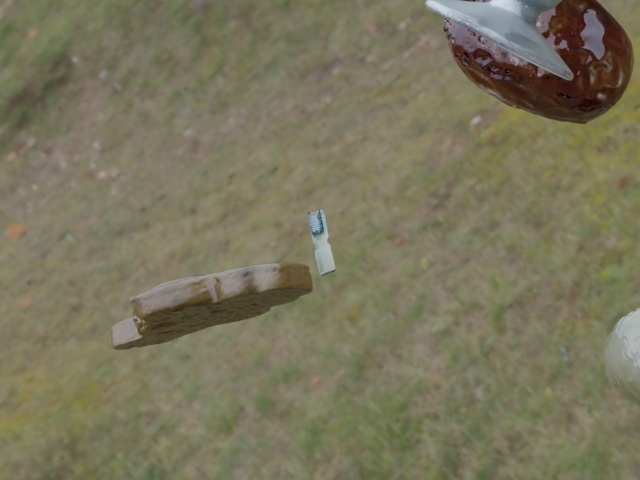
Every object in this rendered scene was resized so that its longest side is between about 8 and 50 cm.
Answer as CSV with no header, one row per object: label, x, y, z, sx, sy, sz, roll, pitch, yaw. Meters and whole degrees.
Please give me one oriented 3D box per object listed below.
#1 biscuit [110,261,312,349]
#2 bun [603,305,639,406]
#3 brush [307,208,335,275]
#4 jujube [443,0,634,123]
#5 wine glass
biscuit,-0.148,0.077,1.560,0.320,0.183,0.047,-29,66,54
bun,0.496,0.152,1.713,0.273,0.273,0.168,-24,65,36
brush,0.000,0.000,1.229,0.016,0.013,0.083,-22,44,10
jujube,0.279,-0.257,1.720,0.183,0.243,0.183,-54,19,28
wine glass,0.180,-0.234,1.006,0.196,0.165,0.165,-64,23,8
